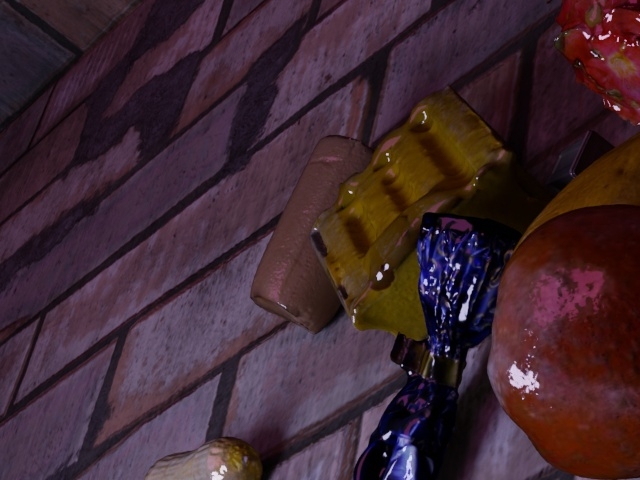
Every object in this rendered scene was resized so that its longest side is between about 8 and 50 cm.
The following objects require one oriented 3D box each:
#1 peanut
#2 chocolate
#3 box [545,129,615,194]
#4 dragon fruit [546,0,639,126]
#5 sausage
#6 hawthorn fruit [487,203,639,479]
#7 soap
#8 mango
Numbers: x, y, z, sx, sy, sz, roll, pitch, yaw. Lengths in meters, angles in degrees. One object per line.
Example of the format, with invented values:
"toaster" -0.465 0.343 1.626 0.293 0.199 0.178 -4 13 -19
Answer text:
"peanut" -0.149 0.293 2.091 0.206 0.087 0.087 -26 35 46
"chocolate" 0.114 0.143 1.765 0.148 0.126 0.343 16 87 54
"box" 0.283 -0.064 1.783 0.063 0.084 0.060 -19 41 62
"dragon fruit" 0.349 -0.244 1.773 0.210 0.205 0.268 -43 16 29
"sausage" 0.000 0.000 2.179 0.123 0.123 0.253 -13 44 57
"hawthorn fruit" 0.257 0.085 1.431 0.263 0.231 0.235 -6 62 66
"soap" 0.120 -0.024 1.960 0.259 0.143 0.281 -45 24 9
"mango" 0.288 -0.016 1.661 0.317 0.119 0.176 -50 10 0
